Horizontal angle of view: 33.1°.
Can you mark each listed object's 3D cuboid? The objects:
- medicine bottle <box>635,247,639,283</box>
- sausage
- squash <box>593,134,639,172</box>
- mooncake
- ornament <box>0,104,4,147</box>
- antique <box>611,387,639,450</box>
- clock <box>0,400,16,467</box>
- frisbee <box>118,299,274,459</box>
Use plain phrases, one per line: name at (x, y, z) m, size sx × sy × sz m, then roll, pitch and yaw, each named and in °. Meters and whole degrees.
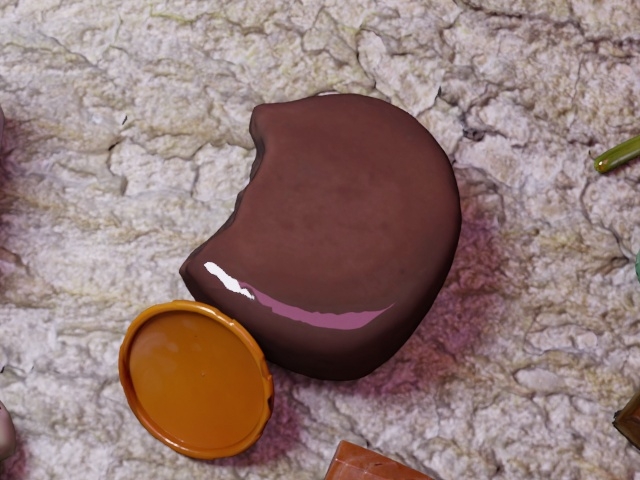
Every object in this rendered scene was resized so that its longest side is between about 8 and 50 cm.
medicine bottle at (0.469, -0.005, 1.252) m, size 0.133 × 0.274 × 0.133 m, roll 3°, pitch 72°, yaw -8°
sausage at (0.089, 0.284, 1.215) m, size 0.169 × 0.065 × 0.065 m, roll 24°, pitch 69°, yaw 1°
squash at (0.394, -0.112, 1.413) m, size 0.083 × 0.027 × 0.027 m, roll -25°, pitch 75°, yaw -13°
mooncake at (0.000, 0.000, 1.247) m, size 0.333 × 0.174 × 0.326 m, roll -10°, pitch 69°, yaw -7°
ornament at (-0.498, -0.092, 1.181) m, size 0.239 × 0.240 × 0.240 m, roll 3°, pitch 70°, yaw -5°
antique at (0.491, 0.281, 1.251) m, size 0.310 × 0.093 × 0.087 m, roll 42°, pitch 71°, yaw 9°
clock at (-0.468, 0.234, 1.138) m, size 0.284 × 0.114 × 0.310 m, roll -9°, pitch 71°, yaw -9°
frisbee at (-0.136, 0.153, 1.197) m, size 0.192 × 0.192 × 0.035 m, roll 36°, pitch 27°, yaw 6°
